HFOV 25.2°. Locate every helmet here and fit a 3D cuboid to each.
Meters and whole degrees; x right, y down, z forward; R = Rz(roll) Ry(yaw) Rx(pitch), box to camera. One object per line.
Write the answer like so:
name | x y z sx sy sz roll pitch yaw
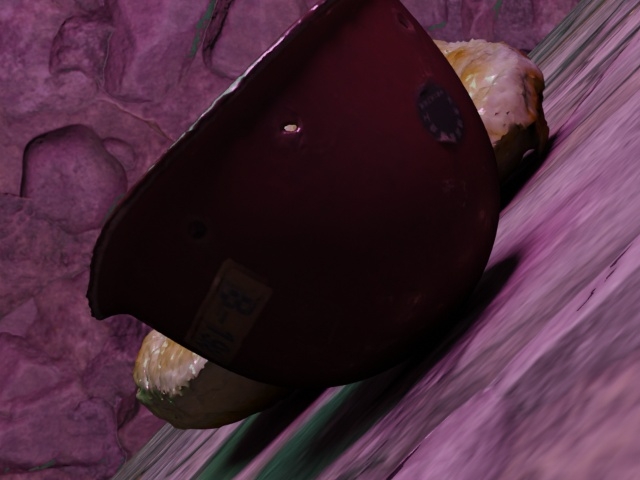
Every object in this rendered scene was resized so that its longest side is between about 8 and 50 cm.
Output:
helmet | 0.000 0.000 0.513 0.155 0.106 0.175 -43 -3 -46

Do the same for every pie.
pie | 0.007 -0.007 0.768 0.274 0.105 0.257 -46 10 -18
